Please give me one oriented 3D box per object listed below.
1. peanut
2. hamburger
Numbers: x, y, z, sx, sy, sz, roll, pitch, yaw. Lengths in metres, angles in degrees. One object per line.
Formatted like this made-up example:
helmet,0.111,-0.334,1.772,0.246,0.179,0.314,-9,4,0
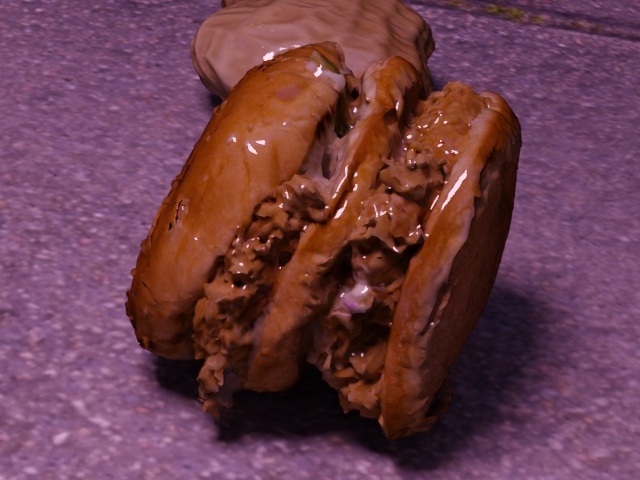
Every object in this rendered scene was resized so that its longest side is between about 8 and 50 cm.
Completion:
peanut,0.000,-0.157,1.496,0.197,0.110,0.233,11,33,4
hamburger,0.008,0.001,1.139,0.211,0.245,0.260,23,72,6
